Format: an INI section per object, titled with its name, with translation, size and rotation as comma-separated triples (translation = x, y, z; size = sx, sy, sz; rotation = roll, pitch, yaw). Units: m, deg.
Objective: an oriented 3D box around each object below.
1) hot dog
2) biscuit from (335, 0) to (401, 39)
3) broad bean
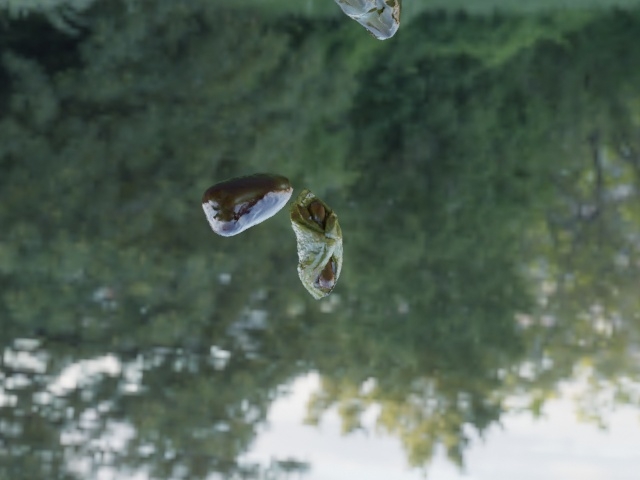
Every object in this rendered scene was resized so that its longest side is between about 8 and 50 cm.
[hot dog]
translation = 0.000, 0.000, 2.041
size = 0.078, 0.168, 0.061
rotation = -8, 174, -25
[biscuit]
translation = 0.046, -0.387, 1.502
size = 0.078, 0.335, 0.329
rotation = -9, -168, 33
[broad bean]
translation = -0.111, -0.062, 2.144
size = 0.165, 0.084, 0.114
rotation = -21, -173, -36
